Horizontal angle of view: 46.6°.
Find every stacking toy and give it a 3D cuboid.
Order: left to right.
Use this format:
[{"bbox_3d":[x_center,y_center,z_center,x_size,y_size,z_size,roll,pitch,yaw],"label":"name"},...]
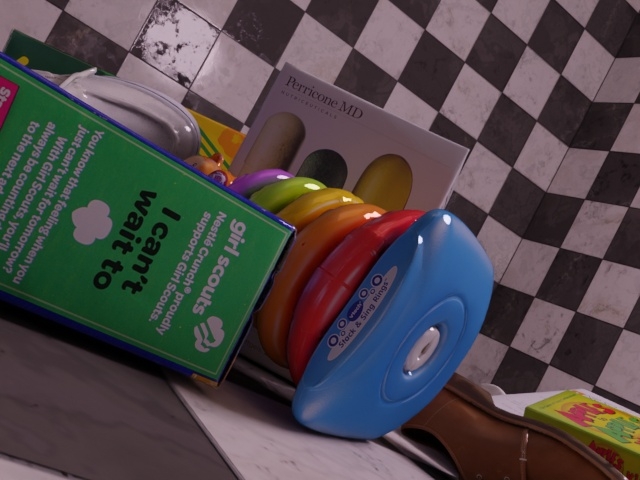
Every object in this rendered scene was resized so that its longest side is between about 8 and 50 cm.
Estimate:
[{"bbox_3d":[-0.028,0.004,0.598,0.302,0.175,0.166,36,0,33],"label":"stacking toy"}]

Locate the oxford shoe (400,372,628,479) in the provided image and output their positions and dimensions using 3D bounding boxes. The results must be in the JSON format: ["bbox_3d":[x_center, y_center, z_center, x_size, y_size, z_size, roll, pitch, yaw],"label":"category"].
[{"bbox_3d":[0.155,0.181,0.591,0.212,0.076,0.076,21,-34,44],"label":"oxford shoe"}]

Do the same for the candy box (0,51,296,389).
[{"bbox_3d":[-0.214,-0.051,0.477,0.317,0.122,0.268,29,-4,-33],"label":"candy box"}]

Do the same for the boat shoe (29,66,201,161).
[{"bbox_3d":[-0.291,-0.113,0.724,0.367,0.136,0.156,10,12,-21],"label":"boat shoe"}]

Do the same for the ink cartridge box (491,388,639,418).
[{"bbox_3d":[0.267,0.232,0.719,0.307,0.072,0.303,1,13,-32],"label":"ink cartridge box"}]

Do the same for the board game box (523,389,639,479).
[{"bbox_3d":[0.277,0.190,0.648,0.181,0.043,0.092,18,14,40],"label":"board game box"}]

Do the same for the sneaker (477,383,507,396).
[{"bbox_3d":[0.310,0.314,1.373,0.094,0.080,0.212,41,-8,-17],"label":"sneaker"}]

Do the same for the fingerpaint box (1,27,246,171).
[{"bbox_3d":[-0.305,-0.126,1.090,0.371,0.163,0.445,22,-5,-25],"label":"fingerpaint box"}]

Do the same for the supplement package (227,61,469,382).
[{"bbox_3d":[0.000,0.000,0.771,0.199,0.263,0.198,27,-3,8],"label":"supplement package"}]
